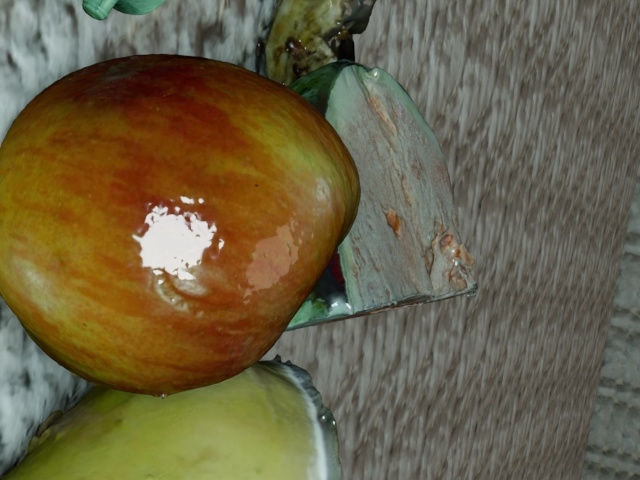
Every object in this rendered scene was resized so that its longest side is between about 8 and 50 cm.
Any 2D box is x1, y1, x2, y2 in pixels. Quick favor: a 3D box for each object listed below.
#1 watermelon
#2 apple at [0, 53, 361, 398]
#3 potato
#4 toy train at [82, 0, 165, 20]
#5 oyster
[{"bbox_3d":[0.000,0.000,1.115,0.224,0.180,0.305,-66,165,11],"label":"watermelon"},{"bbox_3d":[-0.074,-0.014,0.893,0.195,0.173,0.160,-59,160,-48],"label":"apple"},{"bbox_3d":[-0.112,0.179,0.945,0.246,0.196,0.299,119,-23,-44],"label":"potato"},{"bbox_3d":[-0.096,-0.185,0.845,0.132,0.083,0.200,-59,160,-12],"label":"toy train"},{"bbox_3d":[0.015,-0.221,1.185,0.128,0.079,0.345,-50,149,-72],"label":"oyster"}]
